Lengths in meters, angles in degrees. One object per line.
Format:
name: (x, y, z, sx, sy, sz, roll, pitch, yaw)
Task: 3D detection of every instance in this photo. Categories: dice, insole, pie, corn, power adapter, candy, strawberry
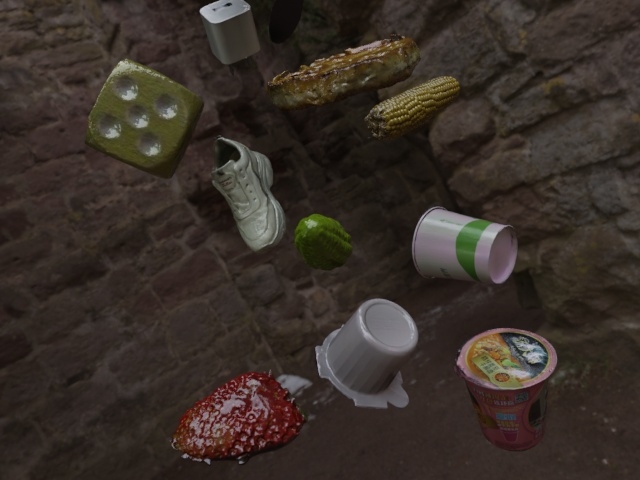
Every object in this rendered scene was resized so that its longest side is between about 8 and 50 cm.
dice: (-0.440, -0.301, 1.412, 0.233, 0.227, 0.238, -65, 14, 2)
insole: (-0.100, -0.790, 1.793, 0.110, 0.309, 0.012, 3, 23, -31)
pie: (0.050, -0.323, 1.097, 0.315, 0.092, 0.315, -15, 21, 6)
corn: (0.254, -0.357, 1.496, 0.305, 0.106, 0.106, -30, 1, -25)
power adapter: (-0.256, -0.587, 1.642, 0.130, 0.125, 0.205, -28, -39, -15)
candy: (0.000, 0.000, 0.952, 0.097, 0.096, 0.209, -29, -12, 4)
strawberry: (-0.194, 0.416, 1.327, 0.306, 0.137, 0.233, -15, 34, -36)

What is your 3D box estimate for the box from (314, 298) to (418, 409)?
box: (0.158, 0.303, 1.509, 0.262, 0.291, 0.206, -30, -25, -44)

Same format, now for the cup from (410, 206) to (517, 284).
cup: (0.474, 0.027, 1.819, 0.253, 0.253, 0.274, -30, 28, -36)

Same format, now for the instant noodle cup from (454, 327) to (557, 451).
instant noodle cup: (0.481, 0.391, 1.422, 0.244, 0.255, 0.244, -12, 26, 6)

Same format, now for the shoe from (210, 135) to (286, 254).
shoe: (-0.213, -0.128, 1.494, 0.132, 0.342, 0.210, -27, -31, 22)
